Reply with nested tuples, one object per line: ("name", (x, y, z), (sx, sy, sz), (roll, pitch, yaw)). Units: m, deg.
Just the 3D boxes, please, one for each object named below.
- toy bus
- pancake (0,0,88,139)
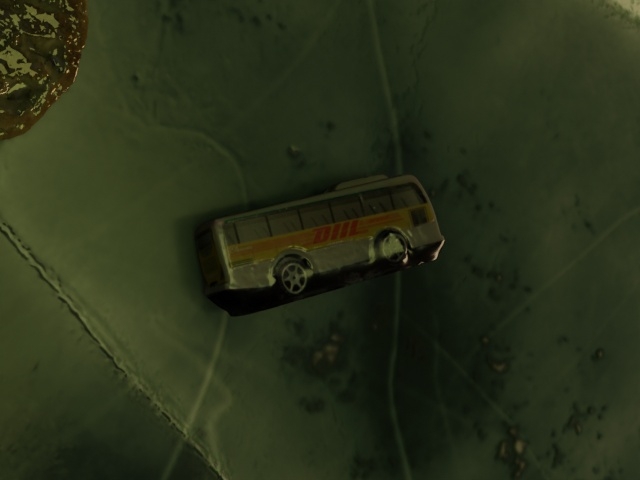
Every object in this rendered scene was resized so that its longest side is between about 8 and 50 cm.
("toy bus", (0.000, 0.000, 0.901), (0.172, 0.057, 0.072), (-15, 89, -24))
("pancake", (-0.222, -0.137, 0.809), (0.152, 0.025, 0.151), (-1, 93, -26))
